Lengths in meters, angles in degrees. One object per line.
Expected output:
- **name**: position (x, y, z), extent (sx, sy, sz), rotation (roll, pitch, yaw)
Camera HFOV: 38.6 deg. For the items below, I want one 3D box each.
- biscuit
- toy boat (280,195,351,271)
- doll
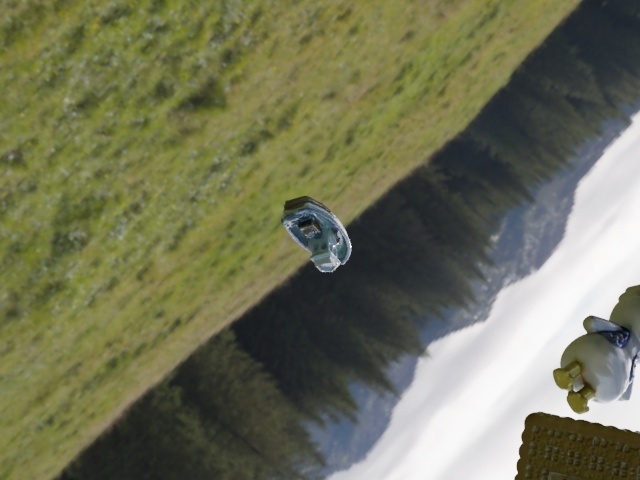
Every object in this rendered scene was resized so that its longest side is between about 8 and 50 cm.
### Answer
- **biscuit**: position (0.334, 0.296, 1.012), extent (0.029, 0.254, 0.172), rotation (16, 81, -54)
- **toy boat**: position (0.000, 0.000, 1.100), extent (0.059, 0.066, 0.140), rotation (-16, 151, 19)
- **doll**: position (0.447, 0.156, 1.353), extent (0.293, 0.138, 0.119), rotation (-27, -178, -38)
